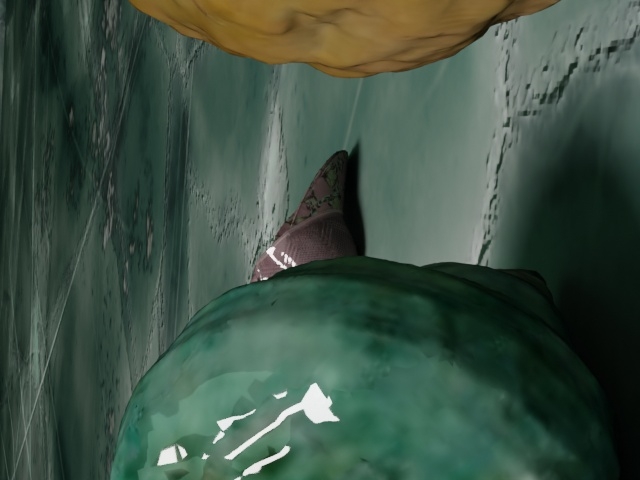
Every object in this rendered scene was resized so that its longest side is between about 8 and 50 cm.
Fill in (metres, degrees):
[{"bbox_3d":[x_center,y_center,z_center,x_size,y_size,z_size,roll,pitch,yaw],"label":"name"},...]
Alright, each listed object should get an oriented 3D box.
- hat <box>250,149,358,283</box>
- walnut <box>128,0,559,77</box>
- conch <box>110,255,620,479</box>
[{"bbox_3d":[0.002,-0.001,0.894,0.087,0.042,0.058,-57,2,-38],"label":"hat"},{"bbox_3d":[0.004,-0.161,0.546,0.224,0.257,0.257,60,165,-4],"label":"walnut"},{"bbox_3d":[0.028,0.094,0.587,0.134,0.196,0.202,82,-149,-80],"label":"conch"}]
